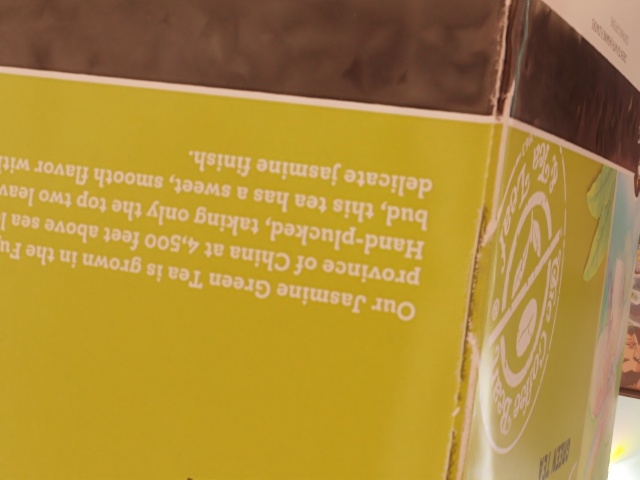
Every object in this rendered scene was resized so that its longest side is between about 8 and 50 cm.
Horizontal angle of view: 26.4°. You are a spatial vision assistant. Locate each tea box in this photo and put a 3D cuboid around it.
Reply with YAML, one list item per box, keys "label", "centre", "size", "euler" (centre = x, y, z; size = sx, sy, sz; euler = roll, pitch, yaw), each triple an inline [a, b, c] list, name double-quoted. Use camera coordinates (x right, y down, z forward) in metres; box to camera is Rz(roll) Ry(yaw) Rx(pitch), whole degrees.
- label: "tea box"
  centre: [0.000, 0.000, 0.548]
  size: [0.220, 0.323, 0.329]
  euler: [9, 3, 20]

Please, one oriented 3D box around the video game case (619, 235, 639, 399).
- label: "video game case"
  centre: [0.379, 0.058, 1.544]
  size: [0.275, 0.248, 0.035]
  euler: [9, 9, 22]
